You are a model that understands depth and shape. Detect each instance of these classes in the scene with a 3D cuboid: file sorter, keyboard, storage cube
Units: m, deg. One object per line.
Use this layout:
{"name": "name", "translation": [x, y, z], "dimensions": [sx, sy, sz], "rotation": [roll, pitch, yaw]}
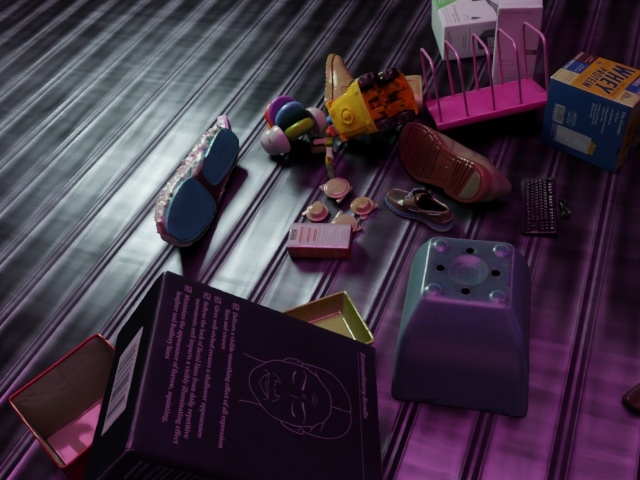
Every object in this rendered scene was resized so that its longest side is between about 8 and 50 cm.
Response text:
{"name": "file sorter", "translation": [0.415, -0.427, 1.687], "dimensions": [0.291, 0.182, 0.202], "rotation": [-12, 28, 5]}
{"name": "keyboard", "translation": [0.515, -0.080, 1.506], "dimensions": [0.108, 0.023, 0.180], "rotation": [4, 49, 13]}
{"name": "storage cube", "translation": [-0.387, 0.319, 1.162], "dimensions": [0.215, 0.193, 0.184], "rotation": [32, 59, 34]}

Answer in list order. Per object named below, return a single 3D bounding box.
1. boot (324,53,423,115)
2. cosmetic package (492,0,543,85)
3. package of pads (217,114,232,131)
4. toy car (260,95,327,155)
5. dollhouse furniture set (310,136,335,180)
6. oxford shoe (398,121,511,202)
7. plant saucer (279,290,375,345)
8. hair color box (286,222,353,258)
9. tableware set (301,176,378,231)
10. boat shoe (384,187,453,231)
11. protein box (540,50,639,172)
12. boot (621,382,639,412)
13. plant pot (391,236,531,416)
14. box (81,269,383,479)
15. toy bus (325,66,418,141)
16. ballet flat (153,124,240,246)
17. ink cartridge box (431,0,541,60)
{"name": "boot", "translation": [0.152, -0.442, 1.870], "dimensions": [0.270, 0.089, 0.236], "rotation": [-2, 59, 8]}
{"name": "cosmetic package", "translation": [0.531, -0.540, 1.792], "dimensions": [0.117, 0.231, 0.085], "rotation": [3, 45, 14]}
{"name": "package of pads", "translation": [-0.263, -0.304, 1.827], "dimensions": [0.032, 0.050, 0.083], "rotation": [-16, 47, 1]}
{"name": "toy car", "translation": [-0.084, -0.309, 1.713], "dimensions": [0.159, 0.136, 0.182], "rotation": [-30, 12, -14]}
{"name": "dollhouse furniture set", "translation": [0.005, -0.213, 1.682], "dimensions": [0.059, 0.076, 0.151], "rotation": [-5, 36, 2]}
{"name": "oxford shoe", "translation": [0.315, -0.184, 1.601], "dimensions": [0.130, 0.123, 0.348], "rotation": [2, 32, -34]}
{"name": "plant saucer", "translation": [-0.006, 0.191, 1.297], "dimensions": [0.188, 0.045, 0.188], "rotation": [-18, 30, -8]}
{"name": "hair color box", "translation": [0.000, 0.000, 1.496], "dimensions": [0.141, 0.043, 0.072], "rotation": [2, 55, 11]}
{"name": "tableware set", "translation": [0.047, -0.079, 1.581], "dimensions": [0.169, 0.020, 0.141], "rotation": [35, 66, 28]}
{"name": "boat shoe", "translation": [0.229, -0.088, 1.529], "dimensions": [0.183, 0.066, 0.066], "rotation": [26, 56, 29]}
{"name": "protein box", "translation": [0.661, -0.306, 1.572], "dimensions": [0.201, 0.199, 0.136], "rotation": [33, 60, 33]}
{"name": "boot", "translation": [0.600, 0.274, 1.147], "dimensions": [0.114, 0.037, 0.106], "rotation": [-32, 37, -24]}
{"name": "plant pot", "translation": [0.260, 0.131, 1.192], "dimensions": [0.247, 0.252, 0.247], "rotation": [5, 48, 14]}
{"name": "box", "translation": [-0.121, 0.274, 1.017], "dimensions": [0.396, 0.212, 0.293], "rotation": [24, 42, -22]}
{"name": "toy bus", "translation": [0.117, -0.337, 1.723], "dimensions": [0.211, 0.149, 0.220], "rotation": [-21, 5, 44]}
{"name": "ballet flat", "translation": [-0.317, -0.125, 1.637], "dimensions": [0.147, 0.147, 0.409], "rotation": [7, 46, 16]}
{"name": "ink cartridge box", "translation": [0.495, -0.664, 1.991], "dimensions": [0.289, 0.121, 0.211], "rotation": [-7, 47, 2]}
